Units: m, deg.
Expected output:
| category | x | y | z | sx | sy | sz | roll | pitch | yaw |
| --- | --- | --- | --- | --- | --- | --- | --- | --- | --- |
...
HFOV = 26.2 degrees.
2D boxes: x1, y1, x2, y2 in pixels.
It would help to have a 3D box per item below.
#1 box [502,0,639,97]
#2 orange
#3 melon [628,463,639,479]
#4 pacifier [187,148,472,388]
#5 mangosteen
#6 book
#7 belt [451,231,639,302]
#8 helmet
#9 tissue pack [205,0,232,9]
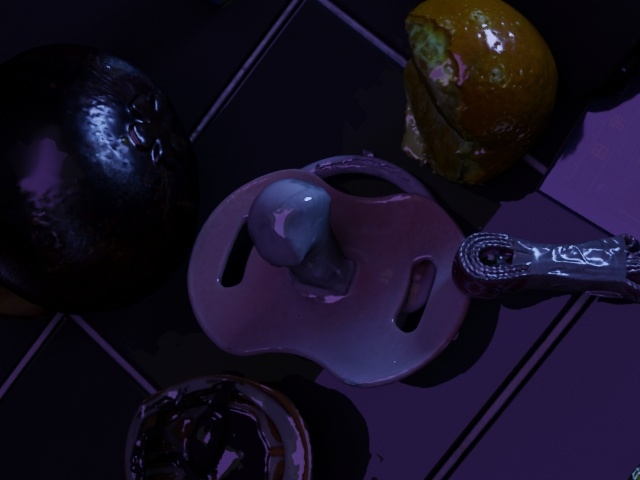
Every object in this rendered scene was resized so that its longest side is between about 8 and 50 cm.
| category | x | y | z | sx | sy | sz | roll | pitch | yaw |
| --- | --- | --- | --- | --- | --- | --- | --- | --- | --- |
| box | 0.297 | -0.336 | 1.465 | 0.290 | 0.073 | 0.289 | -52 | 60 | 29 |
| orange | 0.166 | -0.169 | 1.471 | 0.158 | 0.237 | 0.179 | -24 | 66 | -10 |
| melon | 0.468 | 0.286 | 1.309 | 0.343 | 0.226 | 0.331 | 9 | 97 | 33 |
| pacifier | 0.002 | 0.027 | 1.509 | 0.332 | 0.273 | 0.220 | 13 | 106 | 21 |
| mangosteen | -0.294 | -0.062 | 1.584 | 0.330 | 0.330 | 0.330 | -2 | 83 | 20 |
| book | 0.392 | -0.065 | 1.472 | 0.269 | 0.025 | 0.191 | 34 | 96 | 20 |
| belt | 0.255 | 0.029 | 1.452 | 0.232 | 0.053 | 0.071 | 5 | 60 | -6 |
| helmet | -0.107 | 0.247 | 1.564 | 0.224 | 0.130 | 0.198 | -5 | 86 | 9 |
| tissue pack | -0.137 | -0.342 | 1.655 | 0.079 | 0.111 | 0.085 | -40 | 73 | 11 |
